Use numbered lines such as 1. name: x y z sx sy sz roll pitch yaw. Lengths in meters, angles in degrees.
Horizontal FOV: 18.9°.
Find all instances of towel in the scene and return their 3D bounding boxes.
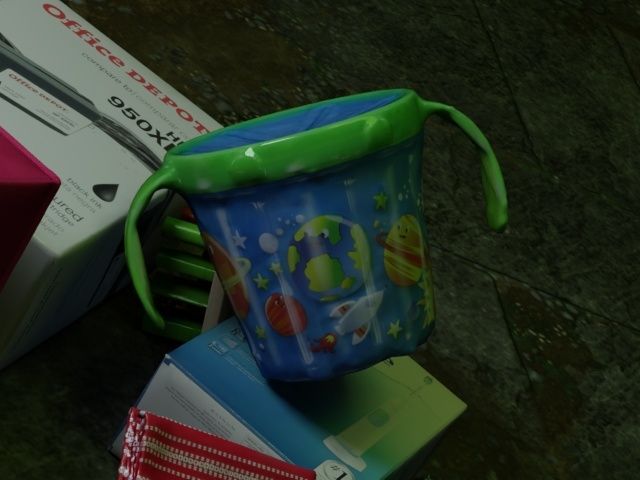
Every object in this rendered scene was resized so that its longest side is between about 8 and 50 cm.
1. towel: -0.087 0.285 1.541 0.199 0.031 0.274 25 56 -33

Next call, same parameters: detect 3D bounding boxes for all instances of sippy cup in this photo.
1. sippy cup: 0.000 0.000 1.718 0.240 0.306 0.224 -33 110 -61

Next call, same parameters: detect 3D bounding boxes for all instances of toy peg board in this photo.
1. toy peg board: -0.117 0.021 1.946 0.079 0.161 0.160 17 25 4

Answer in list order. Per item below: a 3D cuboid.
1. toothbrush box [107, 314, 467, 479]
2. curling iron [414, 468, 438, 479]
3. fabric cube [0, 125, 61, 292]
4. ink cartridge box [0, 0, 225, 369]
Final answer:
1. toothbrush box: -0.023 0.175 1.825 0.216 0.126 0.295 39 28 11
2. curling iron: 0.187 0.324 1.919 0.274 0.035 0.068 48 30 23
3. fabric cube: -0.417 -0.021 1.514 0.259 0.254 0.258 40 21 23
4. ink cartridge box: -0.297 -0.073 1.870 0.285 0.166 0.395 39 27 7
